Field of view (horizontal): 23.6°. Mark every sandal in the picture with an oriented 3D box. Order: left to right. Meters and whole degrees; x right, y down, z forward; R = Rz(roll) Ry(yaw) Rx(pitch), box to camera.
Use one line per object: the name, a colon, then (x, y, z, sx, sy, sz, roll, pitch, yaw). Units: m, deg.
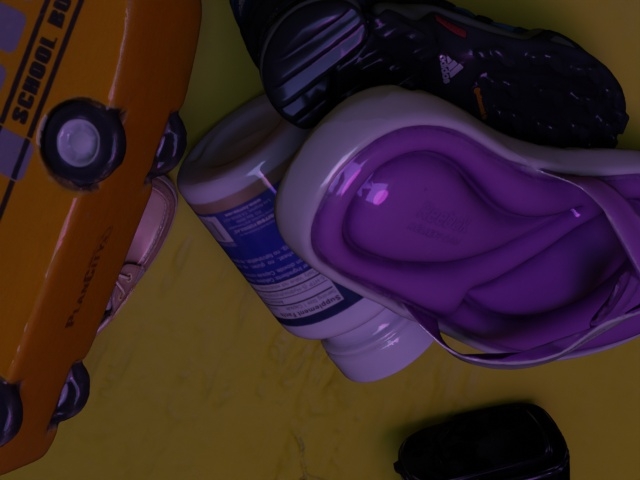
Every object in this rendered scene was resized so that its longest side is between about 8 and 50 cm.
sandal: (0.137, 0.020, 0.966, 0.416, 0.102, 0.169, 11, 119, -44)

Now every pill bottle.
pill bottle: (0.000, 0.000, 1.019, 0.112, 0.112, 0.187, -34, 114, 6)

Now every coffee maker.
coffee maker: (0.149, 0.216, 1.142, 0.171, 0.120, 0.178, -21, 117, -25)

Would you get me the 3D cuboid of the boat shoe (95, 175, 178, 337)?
boat shoe: (-0.153, 0.028, 1.037, 0.063, 0.059, 0.170, 32, 105, -19)

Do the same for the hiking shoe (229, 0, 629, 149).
hiking shoe: (0.076, -0.119, 0.982, 0.304, 0.132, 0.113, 16, 118, -39)

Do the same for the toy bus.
toy bus: (-0.182, -0.020, 0.951, 0.130, 0.108, 0.333, 26, 102, 14)
